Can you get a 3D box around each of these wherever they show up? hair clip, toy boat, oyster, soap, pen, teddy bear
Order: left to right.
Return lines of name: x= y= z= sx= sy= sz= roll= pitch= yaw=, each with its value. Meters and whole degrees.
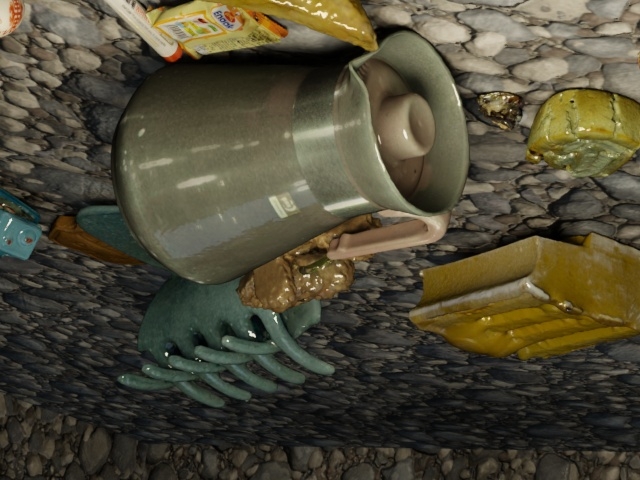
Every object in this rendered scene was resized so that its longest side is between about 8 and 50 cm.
toy boat: x=-0.506 y=-0.035 z=2.451 sx=0.238 sy=0.109 sz=0.098 roll=26 pitch=-174 yaw=-44
pen: x=-0.203 y=-0.245 z=1.765 sx=0.028 sy=0.028 sz=0.239 roll=2 pitch=162 yaw=21
hair clip: x=-0.131 y=0.091 z=2.448 sx=0.392 sy=0.238 sz=0.318 roll=25 pitch=149 yaw=-39
teddy bear: x=0.008 y=0.002 z=2.145 sx=0.296 sy=0.246 sz=0.222 roll=6 pitch=139 yaw=41
oyster: x=0.204 y=-0.144 z=1.908 sx=0.054 sy=0.019 sz=0.083 roll=5 pitch=163 yaw=11
soap: x=0.305 y=0.081 z=2.392 sx=0.259 sy=0.143 sz=0.281 roll=14 pitch=164 yaw=-31

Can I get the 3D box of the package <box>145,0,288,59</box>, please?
package: x=-0.112 y=-0.227 z=1.777 sx=0.121 sy=0.031 sz=0.108 roll=-7 pitch=158 yaw=31

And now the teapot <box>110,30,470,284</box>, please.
teapot: x=-0.022 y=-0.079 z=1.841 sx=0.344 sy=0.253 sz=0.300 roll=-10 pitch=140 yaw=35

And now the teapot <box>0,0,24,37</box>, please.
teapot: x=-0.387 y=-0.236 z=1.731 sx=0.159 sy=0.116 sz=0.245 roll=-22 pitch=-166 yaw=-12

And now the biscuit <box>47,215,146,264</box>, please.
biscuit: x=-0.313 y=0.000 z=2.613 sx=0.182 sy=0.034 sz=0.215 roll=23 pitch=158 yaw=-39

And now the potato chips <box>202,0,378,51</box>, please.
potato chips: x=-0.139 y=-0.250 z=1.634 sx=0.407 sy=0.080 sz=0.057 roll=7 pitch=178 yaw=-5

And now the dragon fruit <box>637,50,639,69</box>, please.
dragon fruit: x=0.399 y=-0.165 z=1.642 sx=0.191 sy=0.094 sz=0.094 roll=-2 pitch=164 yaw=-5

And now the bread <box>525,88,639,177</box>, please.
bread: x=0.294 y=-0.114 z=1.886 sx=0.118 sy=0.064 sz=0.156 roll=11 pitch=162 yaw=-2
